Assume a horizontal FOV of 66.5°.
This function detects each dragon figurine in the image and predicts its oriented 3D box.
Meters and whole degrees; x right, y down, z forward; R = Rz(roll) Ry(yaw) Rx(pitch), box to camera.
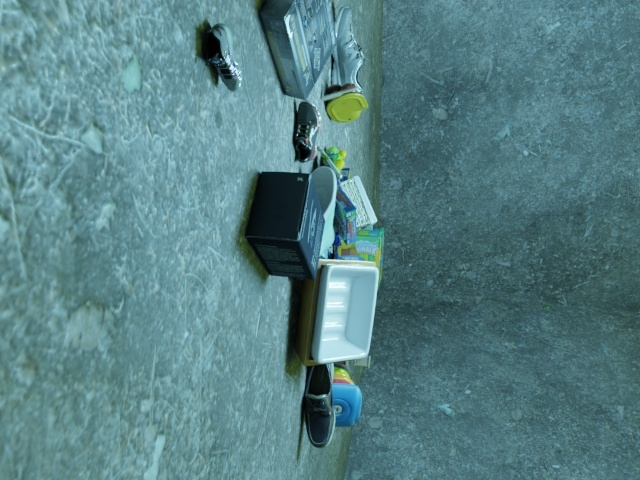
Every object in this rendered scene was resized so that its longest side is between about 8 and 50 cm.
[{"bbox_3d":[0.038,0.117,1.631,0.144,0.085,0.289,24,66,-76],"label":"dragon figurine"}]

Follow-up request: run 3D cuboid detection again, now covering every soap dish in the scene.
[{"bbox_3d":[0.043,0.195,1.378,0.228,0.118,0.291,5,94,-41],"label":"soap dish"}]

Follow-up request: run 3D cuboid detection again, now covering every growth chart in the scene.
[{"bbox_3d":[0.040,-0.151,1.497,0.237,0.021,0.172,84,-21,-46],"label":"growth chart"}]

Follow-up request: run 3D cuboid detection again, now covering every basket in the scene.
[{"bbox_3d":[0.094,-0.109,1.595,0.167,0.103,0.113,68,-17,6],"label":"basket"}]

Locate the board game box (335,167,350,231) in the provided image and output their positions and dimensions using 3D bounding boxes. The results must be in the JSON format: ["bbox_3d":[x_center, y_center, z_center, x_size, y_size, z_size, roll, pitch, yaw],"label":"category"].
[{"bbox_3d":[0.073,-0.131,1.790,0.194,0.060,0.194,83,16,-48],"label":"board game box"}]

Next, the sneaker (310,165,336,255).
[{"bbox_3d":[0.001,-0.081,1.359,0.151,0.094,0.256,-28,131,-70],"label":"sneaker"}]

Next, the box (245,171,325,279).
[{"bbox_3d":[-0.065,-0.027,1.023,0.207,0.108,0.153,71,26,-61],"label":"box"}]

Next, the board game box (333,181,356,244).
[{"bbox_3d":[0.045,-0.103,1.430,0.136,0.035,0.201,86,-22,-48],"label":"board game box"}]

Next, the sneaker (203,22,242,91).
[{"bbox_3d":[-0.149,-0.260,0.714,0.069,0.038,0.098,-67,149,-53],"label":"sneaker"}]

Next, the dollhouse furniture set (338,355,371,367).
[{"bbox_3d":[0.088,0.360,1.731,0.101,0.181,0.161,45,50,-75],"label":"dollhouse furniture set"}]

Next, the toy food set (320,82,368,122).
[{"bbox_3d":[0.076,-0.457,1.565,0.218,0.128,0.071,33,41,-72],"label":"toy food set"}]

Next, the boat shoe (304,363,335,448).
[{"bbox_3d":[-0.007,0.500,1.541,0.092,0.102,0.285,59,33,-62],"label":"boat shoe"}]

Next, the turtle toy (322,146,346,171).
[{"bbox_3d":[0.041,-0.249,1.563,0.095,0.066,0.130,109,-5,-47],"label":"turtle toy"}]

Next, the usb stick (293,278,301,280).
[{"bbox_3d":[-0.055,-0.028,1.231,0.077,0.045,0.278,-53,146,-57],"label":"usb stick"}]

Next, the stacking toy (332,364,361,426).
[{"bbox_3d":[0.049,0.510,1.760,0.302,0.165,0.175,-97,-167,-69],"label":"stacking toy"}]

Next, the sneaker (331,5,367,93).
[{"bbox_3d":[0.098,-0.611,1.594,0.105,0.115,0.281,-66,157,-60],"label":"sneaker"}]

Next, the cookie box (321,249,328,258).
[{"bbox_3d":[0.000,0.000,1.521,0.092,0.040,0.107,36,58,-76],"label":"cookie box"}]

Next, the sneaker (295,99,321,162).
[{"bbox_3d":[-0.036,-0.265,1.212,0.065,0.061,0.158,-55,147,-57],"label":"sneaker"}]

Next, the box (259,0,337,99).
[{"bbox_3d":[-0.036,-0.444,1.030,0.183,0.056,0.231,-64,161,-18],"label":"box"}]

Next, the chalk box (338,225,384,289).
[{"bbox_3d":[0.167,0.036,2.022,0.179,0.180,0.289,-50,142,-71],"label":"chalk box"}]
